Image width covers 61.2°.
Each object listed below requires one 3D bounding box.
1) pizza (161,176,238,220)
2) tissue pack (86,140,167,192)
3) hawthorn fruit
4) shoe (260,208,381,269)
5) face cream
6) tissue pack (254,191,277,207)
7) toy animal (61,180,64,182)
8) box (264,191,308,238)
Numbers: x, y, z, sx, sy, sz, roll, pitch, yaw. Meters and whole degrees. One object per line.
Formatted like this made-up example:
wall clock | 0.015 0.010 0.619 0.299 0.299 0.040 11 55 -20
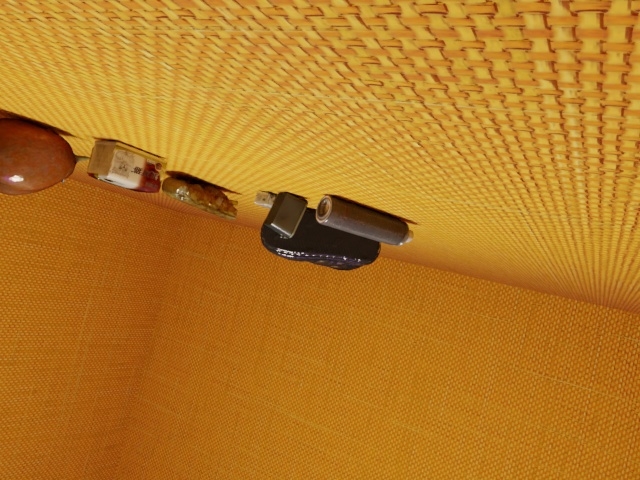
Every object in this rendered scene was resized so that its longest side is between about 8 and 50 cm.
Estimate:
pizza | -0.427 -0.155 1.729 0.257 0.087 0.268 17 178 35
tissue pack | -0.480 -0.180 1.347 0.106 0.099 0.148 11 175 38
hawthorn fruit | -0.708 -0.204 1.344 0.251 0.200 0.199 0 -175 -30
shoe | 0.000 0.000 1.772 0.383 0.171 0.237 7 173 -2
face cream | 0.121 -0.043 1.361 0.283 0.073 0.073 16 177 -32
tissue pack | -0.141 -0.113 1.565 0.062 0.042 0.083 9 175 40
toy animal | -1.004 -0.279 1.940 0.208 0.100 0.103 31 -154 -35
box | -0.096 -0.072 1.464 0.069 0.122 0.084 28 170 -24
